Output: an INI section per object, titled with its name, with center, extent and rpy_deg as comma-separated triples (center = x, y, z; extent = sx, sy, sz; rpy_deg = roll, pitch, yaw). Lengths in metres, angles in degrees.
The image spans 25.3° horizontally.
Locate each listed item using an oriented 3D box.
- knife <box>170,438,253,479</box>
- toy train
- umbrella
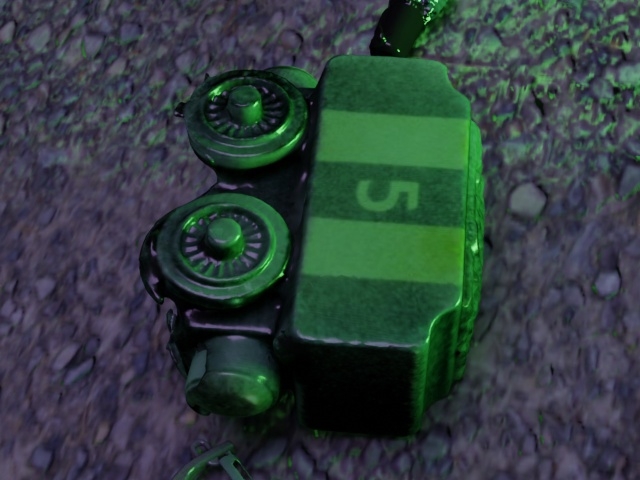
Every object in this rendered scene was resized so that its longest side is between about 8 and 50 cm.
[knife]
center = -0.155, 0.238, 0.957
extent = 0.278, 0.053, 0.123
rpy_deg = -33, 47, -13
[toy train]
center = 0.000, 0.000, 1.039
extent = 0.238, 0.167, 0.299
rpy_deg = 5, 55, 5
[umbrella]
center = 0.102, -0.245, 1.262
extent = 0.053, 0.052, 0.250
rpy_deg = 30, 58, -8
